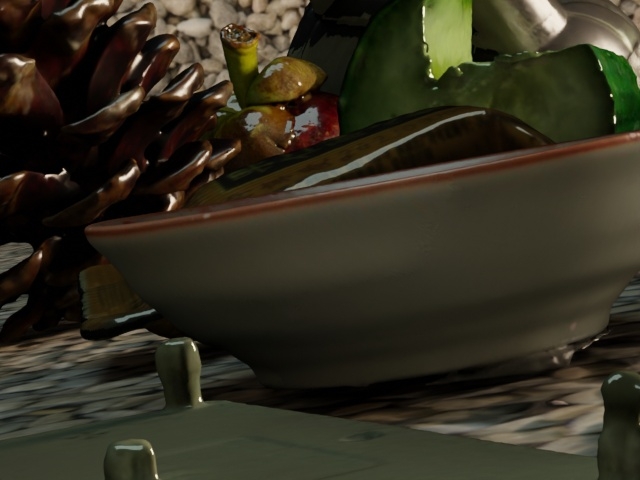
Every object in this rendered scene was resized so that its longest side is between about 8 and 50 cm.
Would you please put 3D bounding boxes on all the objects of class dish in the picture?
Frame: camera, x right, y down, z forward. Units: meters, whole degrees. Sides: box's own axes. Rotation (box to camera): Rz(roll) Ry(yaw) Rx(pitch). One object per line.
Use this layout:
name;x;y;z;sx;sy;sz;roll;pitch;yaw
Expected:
dish;0.040;0.012;0.796;0.260;0.085;0.260;-10;2;0

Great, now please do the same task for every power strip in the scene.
power strip;-0.042;0.062;0.391;0.145;0.061;0.216;-10;3;-27

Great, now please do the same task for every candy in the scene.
candy;0.000;0.000;1.032;0.271;0.101;0.143;-16;10;-10

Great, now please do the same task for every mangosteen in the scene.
mangosteen;-0.038;-0.065;1.501;0.146;0.181;0.156;-49;12;11

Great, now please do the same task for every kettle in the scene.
kettle;0.112;-0.150;1.557;0.228;0.321;0.324;-45;21;-18

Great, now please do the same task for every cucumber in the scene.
cucumber;0.112;-0.070;1.318;0.191;0.191;0.130;-8;6;26

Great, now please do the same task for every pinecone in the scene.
pinecone;-0.182;-0.073;1.259;0.244;0.309;0.244;-32;6;4
